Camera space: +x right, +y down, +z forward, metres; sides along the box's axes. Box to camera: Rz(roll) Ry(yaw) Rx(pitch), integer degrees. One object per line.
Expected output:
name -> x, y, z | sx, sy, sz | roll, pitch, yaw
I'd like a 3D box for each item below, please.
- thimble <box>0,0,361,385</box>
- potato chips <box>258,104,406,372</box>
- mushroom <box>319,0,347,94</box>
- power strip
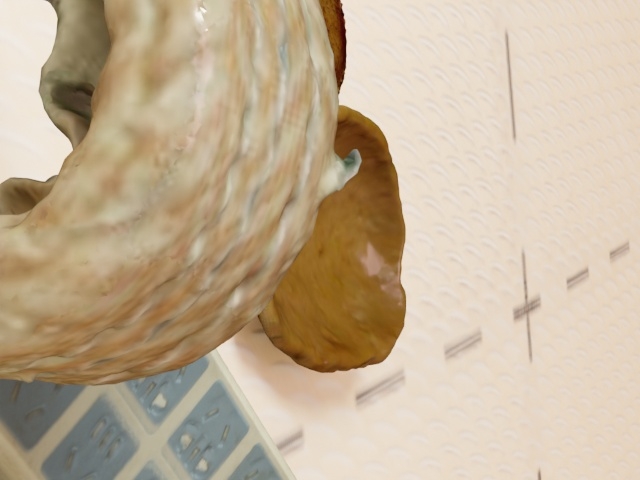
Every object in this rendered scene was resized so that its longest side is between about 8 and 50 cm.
thimble -> -0.105, -0.064, 0.691 | 0.229, 0.196, 0.148 | 62, 12, 17
potato chips -> 0.000, 0.000, 1.137 | 0.201, 0.049, 0.150 | 8, 84, -70
mushroom -> -0.040, -0.103, 1.024 | 0.127, 0.087, 0.127 | 5, 83, -45
power strip -> -0.068, 0.117, 0.908 | 0.106, 0.043, 0.367 | -50, 141, -19
